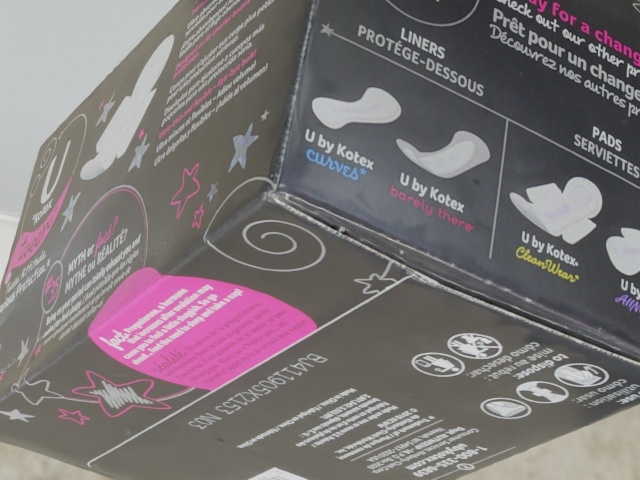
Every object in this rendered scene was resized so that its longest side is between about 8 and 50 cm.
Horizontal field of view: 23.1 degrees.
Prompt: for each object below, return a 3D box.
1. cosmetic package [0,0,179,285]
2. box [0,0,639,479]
[{"bbox_3d":[-0.222,-0.026,1.529,0.327,0.329,0.393,10,143,2],"label":"cosmetic package"},{"bbox_3d":[0.000,0.000,0.572,0.163,0.247,0.142,24,58,-23],"label":"box"}]
